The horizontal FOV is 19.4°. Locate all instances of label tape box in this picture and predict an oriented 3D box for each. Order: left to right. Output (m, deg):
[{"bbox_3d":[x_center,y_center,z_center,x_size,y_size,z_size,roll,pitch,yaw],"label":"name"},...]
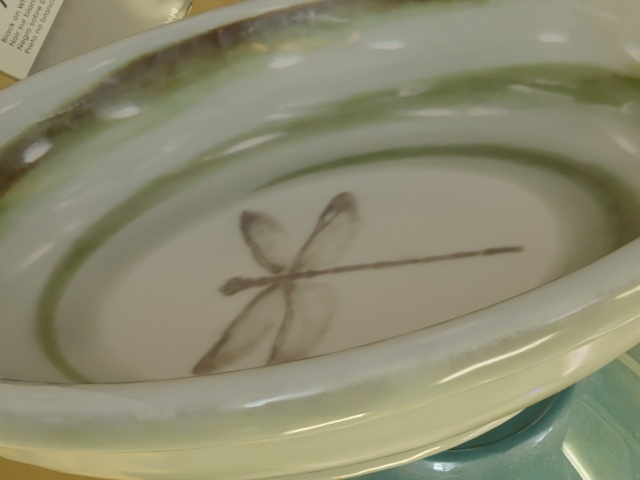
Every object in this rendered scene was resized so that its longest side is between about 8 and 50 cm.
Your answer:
[{"bbox_3d":[-0.281,-0.202,1.181,0.334,0.106,0.240,25,-178,-38],"label":"label tape box"}]

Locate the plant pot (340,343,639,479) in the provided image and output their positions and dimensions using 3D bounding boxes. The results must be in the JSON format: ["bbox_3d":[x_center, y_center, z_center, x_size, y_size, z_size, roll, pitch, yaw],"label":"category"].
[{"bbox_3d":[0.076,0.113,1.023,0.290,0.290,0.195,4,144,9],"label":"plant pot"}]

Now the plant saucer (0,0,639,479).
[{"bbox_3d":[0.000,0.000,0.748,0.400,0.400,0.100,-3,117,22],"label":"plant saucer"}]
